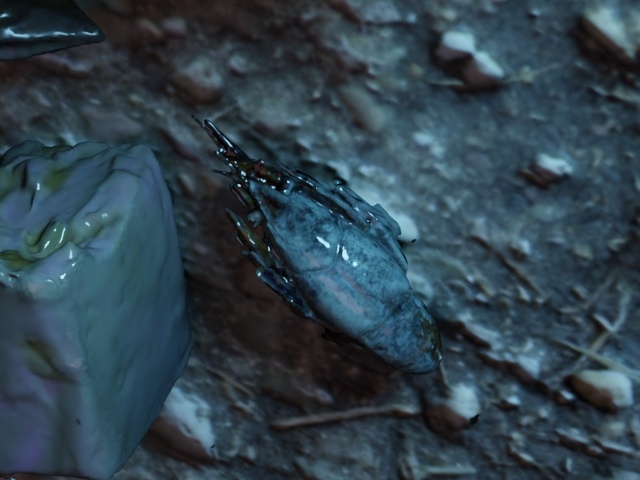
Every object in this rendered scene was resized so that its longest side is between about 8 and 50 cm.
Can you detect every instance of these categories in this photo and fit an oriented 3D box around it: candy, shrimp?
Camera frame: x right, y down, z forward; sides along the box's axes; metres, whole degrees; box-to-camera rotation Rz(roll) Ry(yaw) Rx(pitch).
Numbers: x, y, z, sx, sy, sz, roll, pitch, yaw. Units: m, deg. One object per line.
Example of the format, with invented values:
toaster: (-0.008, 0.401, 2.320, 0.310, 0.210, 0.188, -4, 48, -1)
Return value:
candy: (-0.178, 0.050, 1.165, 0.137, 0.185, 0.195, 6, 125, 20)
shrimp: (0.000, 0.000, 1.139, 0.090, 0.079, 0.233, -43, 102, -1)

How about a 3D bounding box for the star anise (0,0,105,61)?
star anise: (-0.280, -0.151, 1.110, 0.315, 0.108, 0.315, 7, 125, 10)
